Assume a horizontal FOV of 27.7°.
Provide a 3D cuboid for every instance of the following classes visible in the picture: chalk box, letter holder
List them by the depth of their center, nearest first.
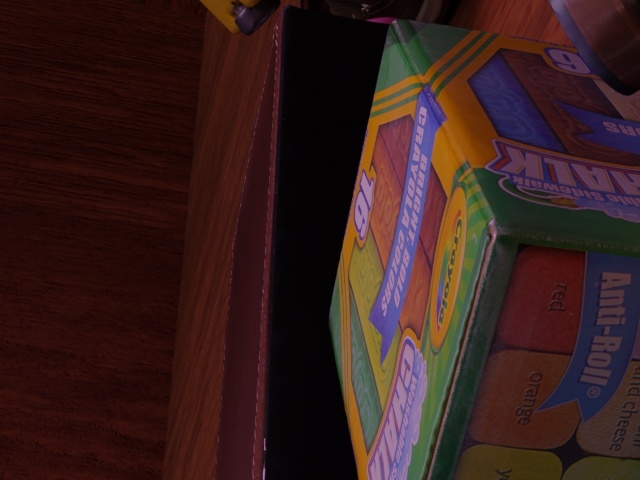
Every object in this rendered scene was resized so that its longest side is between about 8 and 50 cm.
[{"bbox_3d":[0.085,0.034,0.397,0.213,0.132,0.132,-101,22,-63],"label":"chalk box"},{"bbox_3d":[0.031,0.079,0.619,0.214,0.152,0.301,109,166,-52],"label":"letter holder"}]

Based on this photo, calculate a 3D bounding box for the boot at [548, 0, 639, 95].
[{"bbox_3d":[0.145,-0.131,0.453,0.106,0.082,0.219,-30,21,30],"label":"boot"}]

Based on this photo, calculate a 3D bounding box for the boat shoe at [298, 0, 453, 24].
[{"bbox_3d":[0.034,-0.193,0.975,0.257,0.095,0.095,162,116,-78],"label":"boat shoe"}]

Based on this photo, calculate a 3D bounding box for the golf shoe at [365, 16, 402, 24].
[{"bbox_3d":[0.000,0.000,0.868,0.140,0.115,0.306,26,107,59],"label":"golf shoe"}]

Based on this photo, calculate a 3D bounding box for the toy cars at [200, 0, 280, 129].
[{"bbox_3d":[-0.013,-0.152,0.939,0.176,0.087,0.393,35,163,37],"label":"toy cars"}]
